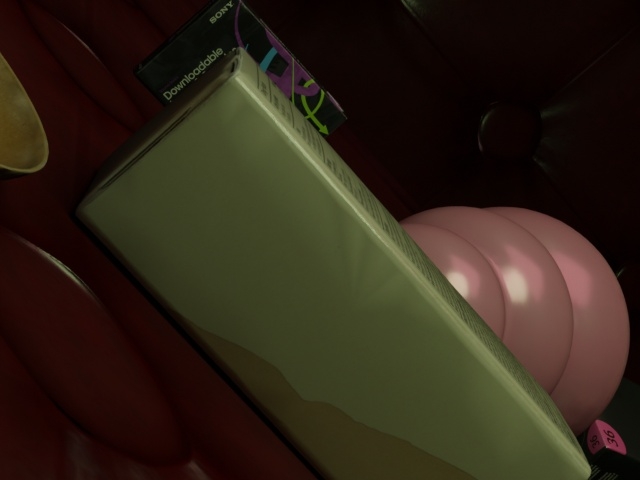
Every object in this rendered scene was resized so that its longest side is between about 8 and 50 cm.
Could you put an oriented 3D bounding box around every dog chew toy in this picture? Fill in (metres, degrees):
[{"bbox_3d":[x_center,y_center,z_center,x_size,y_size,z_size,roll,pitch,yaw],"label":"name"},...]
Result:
[{"bbox_3d":[0.111,0.065,1.084,0.206,0.206,0.332,53,16,22],"label":"dog chew toy"}]

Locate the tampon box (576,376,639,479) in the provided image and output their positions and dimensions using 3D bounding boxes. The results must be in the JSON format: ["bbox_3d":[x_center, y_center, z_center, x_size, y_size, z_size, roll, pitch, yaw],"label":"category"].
[{"bbox_3d":[0.256,0.192,1.255,0.161,0.101,0.120,26,30,-30],"label":"tampon box"}]

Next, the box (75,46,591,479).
[{"bbox_3d":[0.009,0.042,0.850,0.311,0.121,0.148,48,8,-10],"label":"box"}]

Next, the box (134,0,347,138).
[{"bbox_3d":[-0.071,-0.132,1.279,0.162,0.116,0.029,46,9,-19],"label":"box"}]

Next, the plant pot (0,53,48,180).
[{"bbox_3d":[-0.218,-0.111,0.647,0.236,0.032,0.236,48,7,-8],"label":"plant pot"}]
